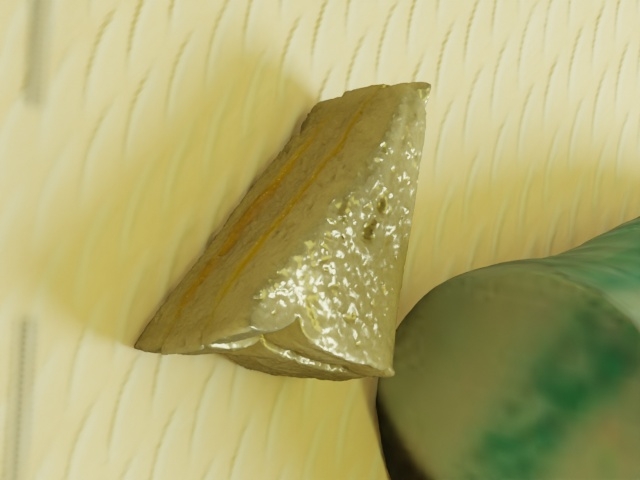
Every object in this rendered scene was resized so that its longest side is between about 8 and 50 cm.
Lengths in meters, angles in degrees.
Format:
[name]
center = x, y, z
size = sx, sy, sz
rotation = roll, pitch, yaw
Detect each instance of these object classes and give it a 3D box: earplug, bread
[earplug]
center = 0.199, 0.060, 0.847
size = 0.324, 0.185, 0.185
rotation = -22, 99, -47
[bread]
center = -0.014, -0.012, 0.719
size = 0.105, 0.077, 0.152
rotation = 19, 71, -40
